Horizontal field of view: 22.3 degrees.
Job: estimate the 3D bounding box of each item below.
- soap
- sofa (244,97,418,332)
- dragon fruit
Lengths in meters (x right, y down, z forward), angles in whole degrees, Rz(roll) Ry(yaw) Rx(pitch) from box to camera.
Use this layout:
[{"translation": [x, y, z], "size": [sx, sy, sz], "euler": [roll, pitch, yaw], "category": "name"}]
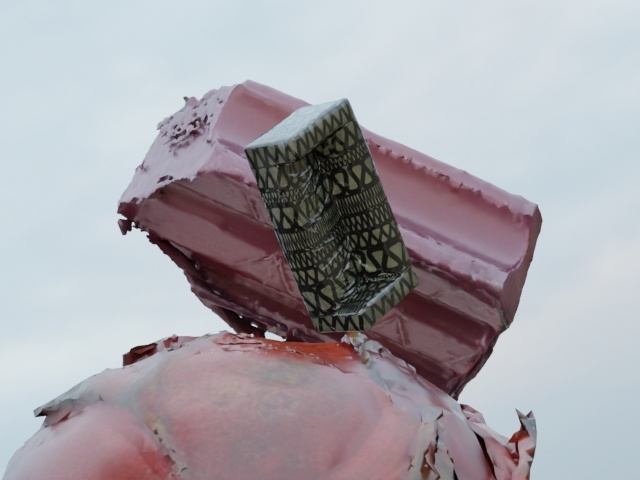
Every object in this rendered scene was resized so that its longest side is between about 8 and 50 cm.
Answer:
[{"translation": [0.000, 0.000, 1.019], "size": [0.162, 0.250, 0.099], "euler": [119, 174, -58], "category": "soap"}, {"translation": [0.007, -0.013, 0.891], "size": [0.039, 0.118, 0.060], "euler": [-5, 23, 42], "category": "sofa"}, {"translation": [-0.027, 0.188, 0.824], "size": [0.302, 0.295, 0.295], "euler": [12, 2, 24], "category": "dragon fruit"}]
